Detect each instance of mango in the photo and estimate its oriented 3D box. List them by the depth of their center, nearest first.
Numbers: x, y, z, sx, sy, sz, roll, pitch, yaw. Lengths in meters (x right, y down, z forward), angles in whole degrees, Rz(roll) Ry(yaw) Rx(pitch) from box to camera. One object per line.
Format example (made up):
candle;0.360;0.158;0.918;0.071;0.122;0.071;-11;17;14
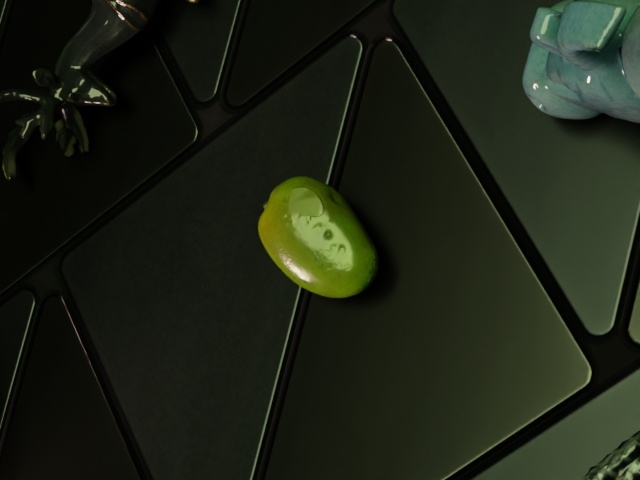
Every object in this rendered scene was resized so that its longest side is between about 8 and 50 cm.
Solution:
mango;0.000;0.000;1.181;0.108;0.056;0.073;40;103;28

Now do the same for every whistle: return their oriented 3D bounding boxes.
whistle;0.218;-0.122;1.030;0.274;0.186;0.093;13;85;65

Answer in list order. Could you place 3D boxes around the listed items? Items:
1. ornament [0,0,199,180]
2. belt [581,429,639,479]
ornament;-0.234;-0.176;1.343;0.202;0.080;0.236;40;98;27
belt;0.236;0.217;0.933;0.295;0.160;0.207;-46;61;12
